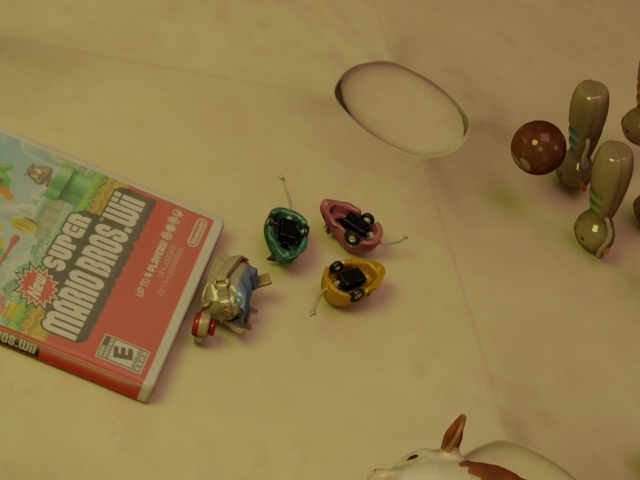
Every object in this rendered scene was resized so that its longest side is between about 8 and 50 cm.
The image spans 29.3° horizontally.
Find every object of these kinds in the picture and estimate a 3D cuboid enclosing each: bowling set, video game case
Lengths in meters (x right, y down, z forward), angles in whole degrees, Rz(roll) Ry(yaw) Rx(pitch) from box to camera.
[{"bbox_3d":[0.284,-0.070,1.241,0.200,0.154,0.287,1,45,0],"label":"bowling set"},{"bbox_3d":[-0.235,-0.003,0.967,0.285,0.025,0.204,23,41,-4],"label":"video game case"}]

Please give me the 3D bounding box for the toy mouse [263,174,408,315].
[{"bbox_3d":[0.000,0.000,1.078,0.161,0.031,0.143,-21,60,-41],"label":"toy mouse"}]

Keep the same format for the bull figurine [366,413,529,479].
[{"bbox_3d":[0.169,0.243,0.827,0.310,0.101,0.188,34,12,1],"label":"bull figurine"}]

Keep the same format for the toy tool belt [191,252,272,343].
[{"bbox_3d":[-0.069,0.049,0.978,0.051,0.052,0.083,14,42,-1],"label":"toy tool belt"}]
